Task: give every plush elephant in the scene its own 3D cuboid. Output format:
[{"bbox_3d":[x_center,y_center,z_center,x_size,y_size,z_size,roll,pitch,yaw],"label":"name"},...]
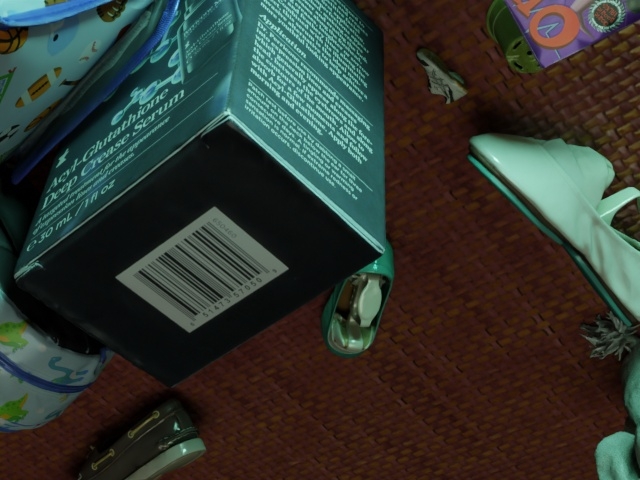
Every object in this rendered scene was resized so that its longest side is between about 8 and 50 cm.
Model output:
[{"bbox_3d":[0.519,0.254,1.520,0.330,0.255,0.272,22,132,-15],"label":"plush elephant"}]

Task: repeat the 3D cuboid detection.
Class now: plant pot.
[{"bbox_3d":[0.230,-0.229,1.223,0.083,0.079,0.083,1,131,1],"label":"plant pot"}]

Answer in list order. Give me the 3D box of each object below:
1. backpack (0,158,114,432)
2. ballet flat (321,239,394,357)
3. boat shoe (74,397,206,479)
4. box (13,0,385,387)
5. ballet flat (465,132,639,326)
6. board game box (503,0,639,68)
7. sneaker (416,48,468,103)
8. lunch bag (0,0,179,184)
[{"bbox_3d":[-0.384,0.044,1.239,0.355,0.290,0.273,35,95,11],"label":"backpack"},{"bbox_3d":[0.048,0.101,1.521,0.083,0.087,0.247,8,132,-5],"label":"ballet flat"},{"bbox_3d":[-0.318,0.358,1.762,0.324,0.096,0.116,-34,163,32],"label":"boat shoe"},{"bbox_3d":[-0.107,-0.103,1.138,0.293,0.395,0.212,-34,121,27],"label":"box"},{"bbox_3d":[0.334,-0.039,1.374,0.139,0.139,0.400,-31,128,26],"label":"ballet flat"},{"bbox_3d":[0.231,-0.363,1.072,0.208,0.056,0.347,-24,112,27],"label":"board game box"},{"bbox_3d":[0.137,-0.191,1.293,0.037,0.032,0.083,-36,121,29],"label":"sneaker"},{"bbox_3d":[-0.322,-0.206,1.079,0.328,0.385,0.239,-39,91,30],"label":"lunch bag"}]
